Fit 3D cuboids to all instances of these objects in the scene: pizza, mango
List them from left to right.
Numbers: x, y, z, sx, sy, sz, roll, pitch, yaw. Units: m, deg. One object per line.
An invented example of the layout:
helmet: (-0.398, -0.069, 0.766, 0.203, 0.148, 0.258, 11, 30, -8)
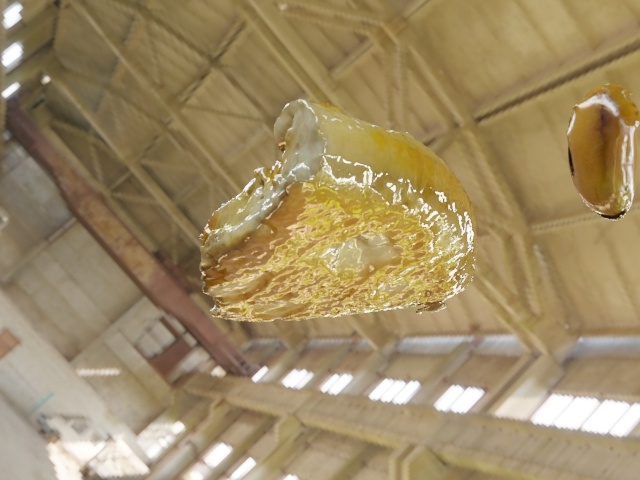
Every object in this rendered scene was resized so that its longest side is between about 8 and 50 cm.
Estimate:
pizza: (0.000, 0.000, 0.528, 0.182, 0.161, 0.062, 16, 49, -48)
mango: (0.261, -0.080, 0.977, 0.077, 0.063, 0.127, 135, -48, -87)
